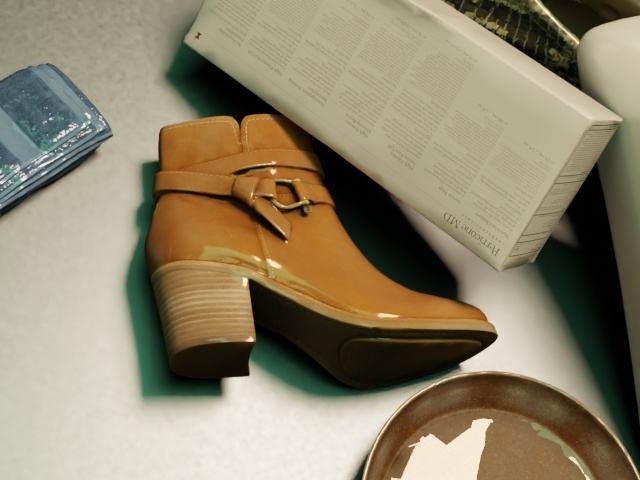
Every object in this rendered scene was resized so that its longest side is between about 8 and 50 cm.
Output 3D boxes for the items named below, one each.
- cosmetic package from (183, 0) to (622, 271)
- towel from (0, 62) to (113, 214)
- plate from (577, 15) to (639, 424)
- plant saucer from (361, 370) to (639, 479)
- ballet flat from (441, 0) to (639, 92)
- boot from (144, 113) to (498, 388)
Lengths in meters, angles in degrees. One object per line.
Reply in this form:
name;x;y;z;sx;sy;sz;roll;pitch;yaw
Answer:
cosmetic package;0.041;-0.091;0.804;0.239;0.099;0.060;38;20;21
towel;-0.182;-0.052;0.799;0.119;0.029;0.067;-37;78;-27
plate;0.292;-0.002;0.754;0.277;0.045;0.278;-9;96;18
plant saucer;0.099;0.154;0.777;0.168;0.029;0.168;6;64;-13
ballet flat;0.237;-0.101;0.853;0.483;0.182;0.164;36;60;3
boot;0.000;0.000;0.803;0.197;0.073;0.152;5;57;-20
